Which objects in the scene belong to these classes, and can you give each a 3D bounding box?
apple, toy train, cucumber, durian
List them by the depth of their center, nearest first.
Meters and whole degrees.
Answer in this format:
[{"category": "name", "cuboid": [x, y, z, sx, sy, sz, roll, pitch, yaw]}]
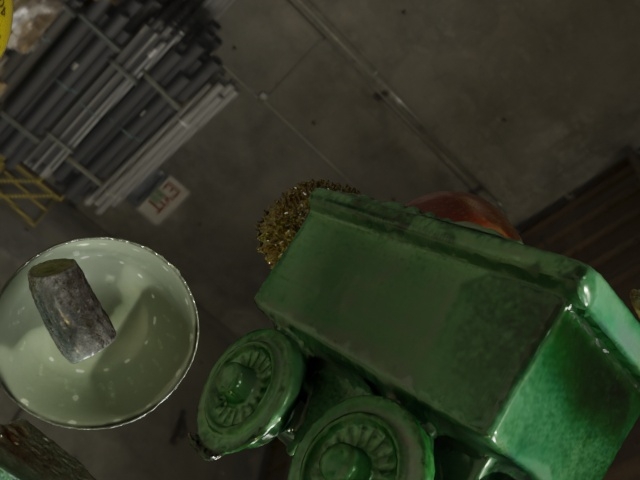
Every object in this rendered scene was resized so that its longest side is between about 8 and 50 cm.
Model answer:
[{"category": "toy train", "cuboid": [0.047, 0.092, 0.445, 0.266, 0.145, 0.202, 22, -106, 53]}, {"category": "cucumber", "cuboid": [-0.266, 0.072, 0.782, 0.064, 0.112, 0.064, -20, -164, 6]}, {"category": "apple", "cuboid": [0.237, 0.080, 1.443, 0.276, 0.349, 0.348, -24, -168, -20]}, {"category": "durian", "cuboid": [-0.001, -0.011, 1.616, 0.258, 0.292, 0.258, -4, -95, 54]}]

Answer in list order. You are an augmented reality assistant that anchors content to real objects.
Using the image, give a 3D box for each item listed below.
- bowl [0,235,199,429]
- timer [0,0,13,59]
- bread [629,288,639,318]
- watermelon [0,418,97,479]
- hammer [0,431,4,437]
[{"category": "bowl", "cuboid": [-0.390, 0.138, 1.274, 0.337, 0.337, 0.157, -49, -155, -2]}, {"category": "timer", "cuboid": [-0.594, -0.299, 0.924, 0.376, 0.376, 0.387, -32, -158, 39]}, {"category": "bread", "cuboid": [0.629, 0.065, 1.218, 0.232, 0.088, 0.128, -34, 179, 2]}, {"category": "watermelon", "cuboid": [-0.397, 0.358, 0.978, 0.228, 0.387, 0.258, -41, -136, -3]}, {"category": "hammer", "cuboid": [-0.371, 0.209, 0.731, 0.110, 0.036, 0.019, -14, -129, -6]}]
